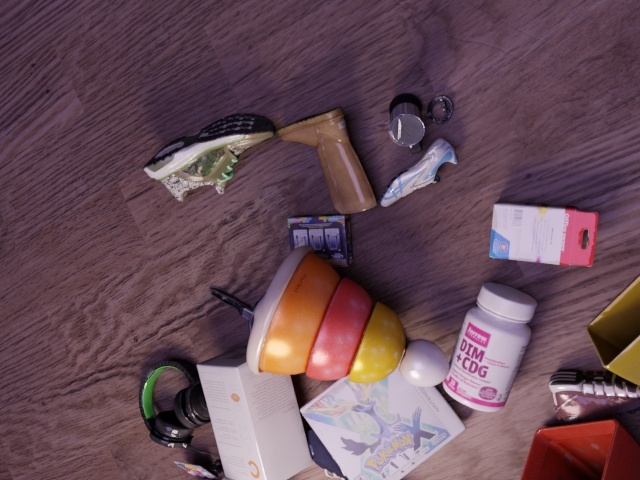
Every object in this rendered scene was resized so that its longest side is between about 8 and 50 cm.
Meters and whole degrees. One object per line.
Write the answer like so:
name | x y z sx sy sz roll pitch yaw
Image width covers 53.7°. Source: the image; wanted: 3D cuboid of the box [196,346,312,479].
box | -0.187 0.488 1.783 0.215 0.168 0.345 -9 95 49

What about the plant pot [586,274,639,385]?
plant pot | 0.751 0.217 1.391 0.187 0.212 0.212 37 110 0

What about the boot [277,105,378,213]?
boot | 0.012 -0.197 1.674 0.236 0.089 0.269 -4 111 48

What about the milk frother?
milk frother | 0.246 -0.298 1.542 0.143 0.134 0.129 -35 115 26

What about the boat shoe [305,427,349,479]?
boat shoe | 0.088 0.634 1.770 0.158 0.127 0.340 -36 77 30

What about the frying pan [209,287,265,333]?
frying pan | -0.171 0.204 1.840 0.326 0.053 0.197 45 111 6

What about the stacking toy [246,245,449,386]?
stacking toy | 0.085 0.249 1.577 0.480 0.350 0.350 22 106 9

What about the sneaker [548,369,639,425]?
sneaker | 0.694 0.398 1.500 0.282 0.106 0.162 -1 104 31

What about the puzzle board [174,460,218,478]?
puzzle board | -0.388 0.719 1.975 0.097 0.128 0.011 3 57 22

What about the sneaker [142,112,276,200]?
sneaker | -0.292 -0.227 1.797 0.411 0.158 0.182 -17 123 22

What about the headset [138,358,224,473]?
headset | -0.401 0.547 1.959 0.243 0.185 0.394 -48 64 17

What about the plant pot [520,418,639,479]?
plant pot | 0.630 0.594 1.433 0.236 0.267 0.267 35 150 -7

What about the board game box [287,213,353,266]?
board game box | 0.000 0.000 1.735 0.171 0.048 0.140 -1 100 22

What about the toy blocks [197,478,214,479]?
toy blocks | -0.471 0.902 1.934 0.260 0.288 0.308 15 107 14

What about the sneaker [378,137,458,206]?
sneaker | 0.243 -0.156 1.596 0.237 0.085 0.086 -41 91 26

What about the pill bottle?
pill bottle | 0.416 0.257 1.547 0.161 0.160 0.282 20 105 18

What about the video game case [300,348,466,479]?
video game case | 0.162 0.471 1.678 0.329 0.036 0.300 -38 78 2

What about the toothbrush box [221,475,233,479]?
toothbrush box | -0.209 0.774 1.812 0.206 0.283 0.122 27 108 17

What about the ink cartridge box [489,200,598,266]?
ink cartridge box | 0.528 -0.018 1.503 0.231 0.078 0.134 7 101 21
